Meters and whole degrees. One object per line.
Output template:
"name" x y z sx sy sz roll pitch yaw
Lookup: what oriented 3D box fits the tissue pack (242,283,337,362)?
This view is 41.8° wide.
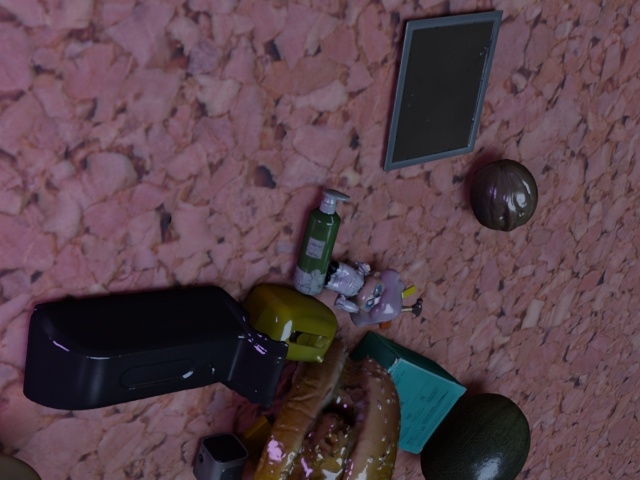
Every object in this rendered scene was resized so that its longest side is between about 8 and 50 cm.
"tissue pack" -0.055 0.161 1.581 0.178 0.127 0.123 17 105 -45

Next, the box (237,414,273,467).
"box" -0.120 0.444 1.805 0.087 0.023 0.155 -42 136 -12

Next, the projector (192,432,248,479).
"projector" -0.202 0.450 1.697 0.083 0.083 0.082 -3 121 -38

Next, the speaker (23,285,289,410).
"speaker" -0.271 0.199 1.392 0.388 0.184 0.180 -5 122 -35

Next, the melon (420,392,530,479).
"melon" 0.394 0.521 2.115 0.302 0.237 0.237 -42 137 -13

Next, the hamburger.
"hamburger" 0.004 0.447 1.633 0.287 0.268 0.445 -43 154 -78

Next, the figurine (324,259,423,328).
"figurine" 0.094 0.107 1.682 0.229 0.112 0.137 29 91 -33

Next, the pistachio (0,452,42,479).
"pistachio" -0.601 0.505 1.271 0.365 0.281 0.445 24 98 -42

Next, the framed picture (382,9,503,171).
"framed picture" 0.225 -0.281 1.573 0.232 0.019 0.296 -14 128 -31

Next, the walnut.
"walnut" 0.382 -0.093 1.750 0.140 0.140 0.162 -34 150 -15

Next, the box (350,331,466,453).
"box" 0.168 0.349 1.899 0.311 0.118 0.205 28 97 -47

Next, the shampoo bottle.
"shampoo bottle" 0.000 0.000 1.556 0.065 0.065 0.204 -5 122 -36
